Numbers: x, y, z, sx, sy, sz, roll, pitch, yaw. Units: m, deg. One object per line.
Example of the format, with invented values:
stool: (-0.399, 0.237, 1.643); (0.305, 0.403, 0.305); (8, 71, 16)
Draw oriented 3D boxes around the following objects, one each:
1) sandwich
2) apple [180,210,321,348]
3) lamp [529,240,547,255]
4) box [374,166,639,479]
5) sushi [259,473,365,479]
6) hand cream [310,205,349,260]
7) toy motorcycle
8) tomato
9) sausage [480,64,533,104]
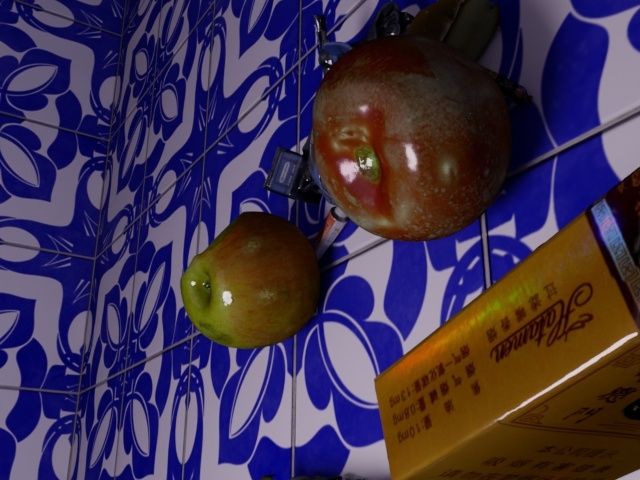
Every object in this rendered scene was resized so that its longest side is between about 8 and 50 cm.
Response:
sandwich: (0.169, -0.264, 1.092); (0.244, 0.090, 0.088); (-61, 37, 30)
apple: (-0.128, 0.070, 1.307); (0.246, 0.226, 0.246); (20, 115, 51)
lamp: (0.184, 0.119, 0.894); (0.371, 0.108, 0.130); (-38, 48, 48)
box: (0.265, 0.087, 0.615); (0.415, 0.264, 0.116); (-46, 40, 41)
sushi: (-0.007, 0.421, 1.102); (0.291, 0.131, 0.139); (-20, 85, 48)
hand cream: (0.001, 0.000, 1.336); (0.216, 0.038, 0.052); (-55, 9, 40)
toy motorcycle: (0.038, -0.228, 1.240); (0.212, 0.125, 0.358); (22, 93, 45)
tomato: (0.125, -0.137, 0.965); (0.270, 0.222, 0.270); (33, 138, 36)
sausage: (0.196, -0.230, 0.999); (0.198, 0.028, 0.025); (32, 145, 21)
